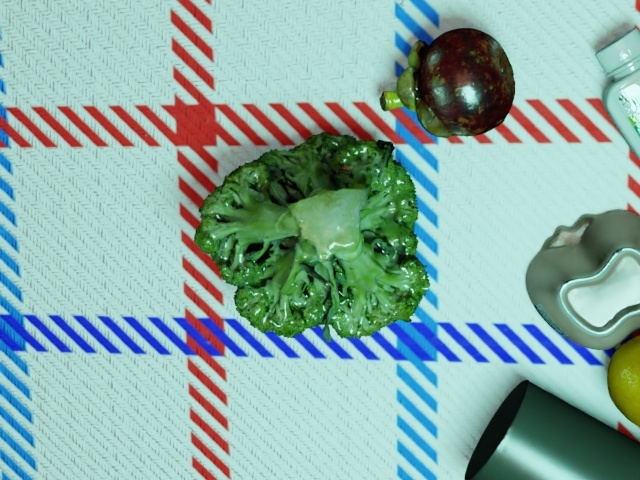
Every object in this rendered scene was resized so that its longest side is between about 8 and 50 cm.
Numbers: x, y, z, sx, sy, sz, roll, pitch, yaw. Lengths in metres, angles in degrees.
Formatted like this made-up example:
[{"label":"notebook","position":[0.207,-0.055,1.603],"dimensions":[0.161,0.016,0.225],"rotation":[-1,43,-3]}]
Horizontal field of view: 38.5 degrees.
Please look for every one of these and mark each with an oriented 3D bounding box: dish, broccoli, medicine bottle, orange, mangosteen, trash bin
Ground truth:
[{"label":"dish","position":[0.404,0.065,1.302],"dimensions":[0.213,0.090,0.213],"rotation":[2,102,8]},{"label":"broccoli","position":[0.000,0.000,1.254],"dimensions":[0.321,0.283,0.303],"rotation":[-22,86,-6]},{"label":"medicine bottle","position":[0.454,-0.198,1.257],"dimensions":[0.119,0.069,0.183],"rotation":[-33,93,15]},{"label":"orange","position":[0.483,0.195,1.280],"dimensions":[0.159,0.159,0.136],"rotation":[18,119,5]},{"label":"mangosteen","position":[0.183,-0.206,1.268],"dimensions":[0.146,0.156,0.181],"rotation":[33,136,-24]},{"label":"trash bin","position":[0.391,0.360,1.300],"dimensions":[0.334,0.214,0.214],"rotation":[31,103,4]}]
